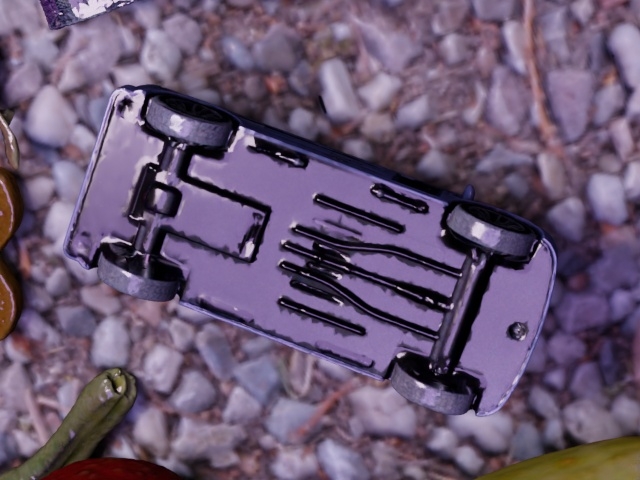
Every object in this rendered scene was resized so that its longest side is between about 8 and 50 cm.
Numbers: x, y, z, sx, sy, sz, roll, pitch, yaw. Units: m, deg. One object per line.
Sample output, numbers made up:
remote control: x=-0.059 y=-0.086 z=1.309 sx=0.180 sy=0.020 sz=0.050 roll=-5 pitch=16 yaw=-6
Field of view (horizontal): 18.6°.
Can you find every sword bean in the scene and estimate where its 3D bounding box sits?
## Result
sword bean: x=-0.221 y=0.180 z=1.356 sx=0.043 sy=0.038 sz=0.269 roll=36 pitch=111 yaw=-30

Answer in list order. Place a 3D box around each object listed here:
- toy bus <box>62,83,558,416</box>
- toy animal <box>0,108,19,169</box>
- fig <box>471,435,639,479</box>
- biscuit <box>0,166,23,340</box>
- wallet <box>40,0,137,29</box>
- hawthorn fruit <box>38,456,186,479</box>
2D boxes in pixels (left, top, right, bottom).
toy bus: x=0.000 y=0.000 z=1.216 sx=0.292 sy=0.133 sz=0.125 roll=20 pitch=104 yaw=4
toy animal: x=-0.227 y=-0.149 z=1.241 sx=0.086 sy=0.069 sz=0.220 roll=-13 pitch=100 yaw=34
fig: x=0.143 y=0.256 z=1.217 sx=0.326 sy=0.258 sz=0.258 roll=-42 pitch=97 yaw=5
biscuit: x=-0.298 y=-0.003 z=1.312 sx=0.205 sy=0.031 sz=0.138 roll=4 pitch=107 yaw=7
wallet: x=-0.114 y=-0.209 z=1.222 sx=0.166 sy=0.030 sz=0.111 roll=-18 pitch=99 yaw=12
hawthorn fruit: x=-0.157 y=0.275 z=1.258 sx=0.210 sy=0.266 sz=0.230 roll=-6 pitch=105 yaw=18
